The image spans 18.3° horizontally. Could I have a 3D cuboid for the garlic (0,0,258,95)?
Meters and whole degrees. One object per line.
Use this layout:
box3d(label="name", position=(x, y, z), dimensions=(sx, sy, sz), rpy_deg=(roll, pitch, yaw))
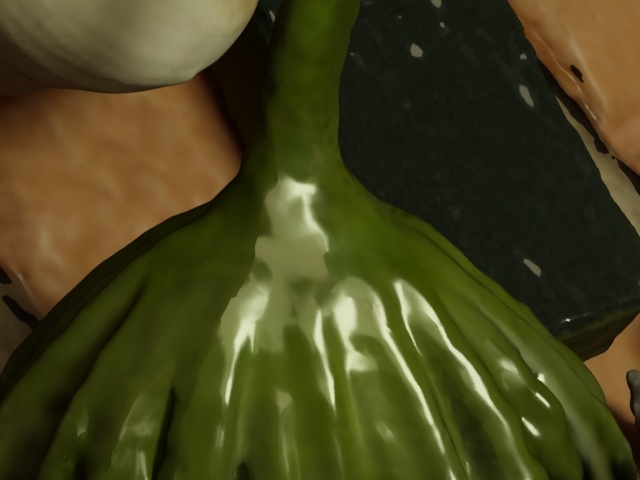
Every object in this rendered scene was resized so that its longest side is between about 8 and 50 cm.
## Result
box3d(label="garlic", position=(-0.121, -0.159, 0.736), dimensions=(0.203, 0.184, 0.281), rpy_deg=(2, 40, -52))

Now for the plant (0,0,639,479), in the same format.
box3d(label="plant", position=(-0.015, -0.015, 0.635), dimensions=(0.251, 0.180, 0.333), rpy_deg=(-9, 105, -23))

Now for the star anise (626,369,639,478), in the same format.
box3d(label="star anise", position=(0.206, 0.102, 0.790), dimensions=(0.229, 0.093, 0.236), rpy_deg=(20, 61, -6))

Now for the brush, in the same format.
box3d(label="brush", position=(0.043, -0.034, 0.804), dimensions=(0.123, 0.059, 0.197), rpy_deg=(-18, 73, -31))
